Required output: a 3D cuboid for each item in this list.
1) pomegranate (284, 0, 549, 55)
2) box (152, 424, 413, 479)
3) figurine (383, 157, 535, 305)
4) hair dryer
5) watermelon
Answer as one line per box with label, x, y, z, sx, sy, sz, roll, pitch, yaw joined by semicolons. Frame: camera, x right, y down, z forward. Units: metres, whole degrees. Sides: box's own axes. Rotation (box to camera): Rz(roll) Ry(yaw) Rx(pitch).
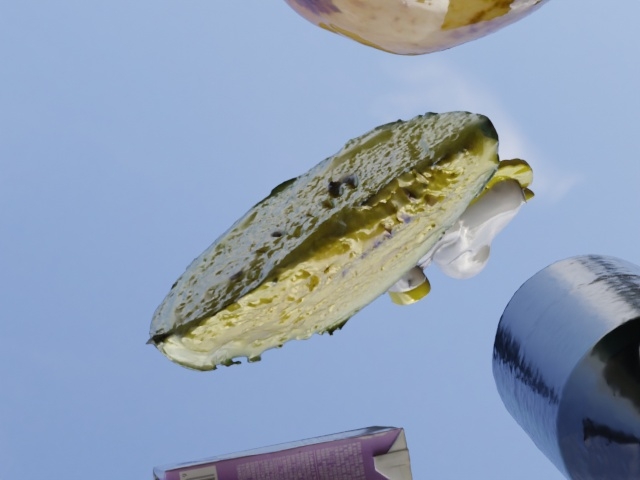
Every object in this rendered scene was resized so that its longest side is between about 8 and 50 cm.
pomegranate;0.047;-0.209;1.010;0.215;0.215;0.215;24;-144;-19
box;-0.018;0.113;0.908;0.117;0.050;0.036;-10;-92;-14
figurine;0.112;-0.016;1.701;0.178;0.129;0.109;-7;-136;-26
hair dryer;0.256;0.097;0.997;0.302;0.116;0.244;9;-171;-9
watermelon;0.000;0.000;1.474;0.123;0.301;0.129;56;178;7
